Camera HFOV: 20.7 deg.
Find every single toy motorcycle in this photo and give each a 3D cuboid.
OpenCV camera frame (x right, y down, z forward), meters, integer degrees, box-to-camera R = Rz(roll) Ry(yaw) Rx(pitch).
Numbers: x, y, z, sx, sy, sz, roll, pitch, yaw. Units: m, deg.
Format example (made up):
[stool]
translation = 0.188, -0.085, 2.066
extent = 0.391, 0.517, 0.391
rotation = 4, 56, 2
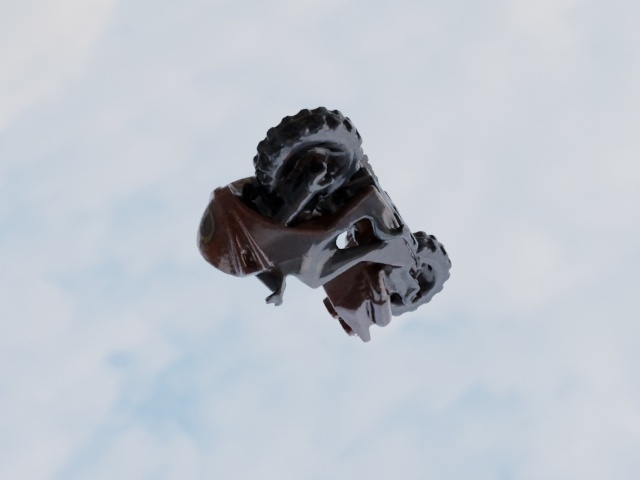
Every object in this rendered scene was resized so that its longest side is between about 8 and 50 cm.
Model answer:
[toy motorcycle]
translation = 0.000, 0.000, 1.070
extent = 0.118, 0.212, 0.084
rotation = -35, -129, 5
